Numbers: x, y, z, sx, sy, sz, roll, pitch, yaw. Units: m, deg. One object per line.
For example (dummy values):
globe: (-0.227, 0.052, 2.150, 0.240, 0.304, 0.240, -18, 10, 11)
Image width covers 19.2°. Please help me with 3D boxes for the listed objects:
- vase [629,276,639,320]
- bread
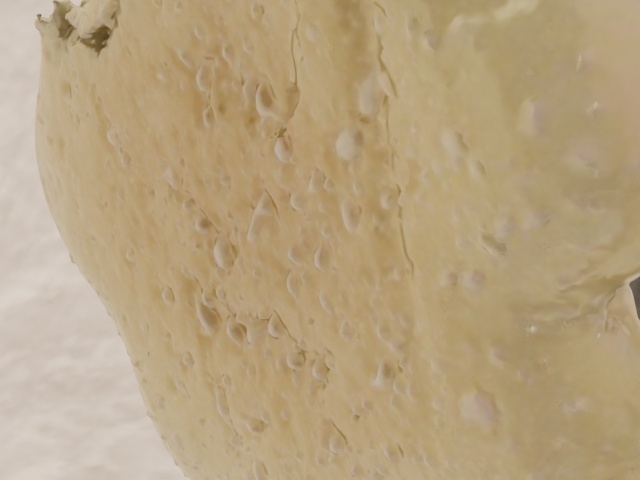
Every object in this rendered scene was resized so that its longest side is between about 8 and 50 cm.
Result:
vase: (0.126, 0.087, 1.088, 0.086, 0.086, 0.214, 33, 69, -8)
bread: (0.000, 0.000, 0.425, 0.039, 0.251, 0.182, -20, 79, -28)
